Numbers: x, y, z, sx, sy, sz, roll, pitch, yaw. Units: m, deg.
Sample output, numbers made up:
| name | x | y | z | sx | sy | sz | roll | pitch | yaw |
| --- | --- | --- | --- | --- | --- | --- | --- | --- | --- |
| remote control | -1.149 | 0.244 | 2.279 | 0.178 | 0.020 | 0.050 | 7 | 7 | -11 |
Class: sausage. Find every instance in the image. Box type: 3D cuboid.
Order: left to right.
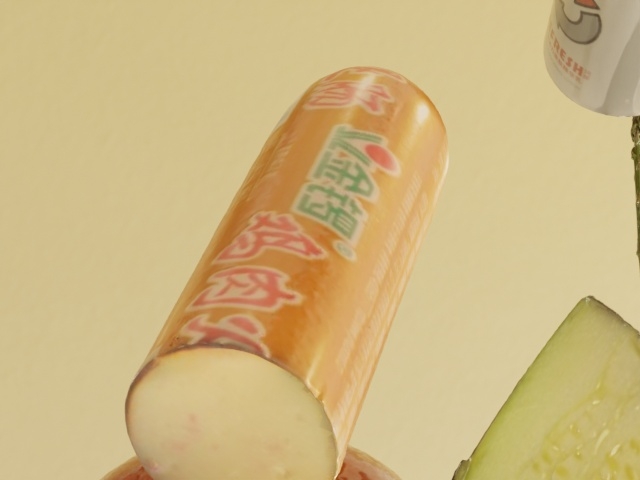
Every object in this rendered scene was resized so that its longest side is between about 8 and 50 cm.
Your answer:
| name | x | y | z | sx | sy | sz | roll | pitch | yaw |
| --- | --- | --- | --- | --- | --- | --- | --- | --- | --- |
| sausage | 0.000 | 0.000 | 0.636 | 0.071 | 0.071 | 0.234 | 31 | 34 | -5 |

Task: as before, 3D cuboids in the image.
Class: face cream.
| name | x | y | z | sx | sy | sz | roll | pitch | yaw |
| --- | --- | --- | --- | --- | --- | --- | --- | --- | --- |
| face cream | 0.193 | -0.171 | 1.068 | 0.096 | 0.096 | 0.214 | 35 | -25 | 17 |

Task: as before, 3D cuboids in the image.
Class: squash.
| name | x | y | z | sx | sy | sz | roll | pitch | yaw |
| --- | --- | --- | --- | --- | --- | --- | --- | --- | --- |
| squash | 0.170 | 0.181 | 1.254 | 0.155 | 0.204 | 0.237 | -9 | 30 | -15 |

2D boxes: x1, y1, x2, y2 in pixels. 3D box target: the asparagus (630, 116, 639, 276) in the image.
| name | x | y | z | sx | sy | sz | roll | pitch | yaw |
| --- | --- | --- | --- | --- | --- | --- | --- | --- | --- |
| asparagus | 0.207 | -0.032 | 1.159 | 0.014 | 0.114 | 0.015 | -3 | -4 | 15 |

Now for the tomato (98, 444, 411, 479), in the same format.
| name | x | y | z | sx | sy | sz | roll | pitch | yaw |
| --- | --- | --- | --- | --- | --- | --- | --- | --- | --- |
| tomato | -0.028 | 0.195 | 1.010 | 0.236 | 0.095 | 0.237 | 10 | 56 | -16 |
